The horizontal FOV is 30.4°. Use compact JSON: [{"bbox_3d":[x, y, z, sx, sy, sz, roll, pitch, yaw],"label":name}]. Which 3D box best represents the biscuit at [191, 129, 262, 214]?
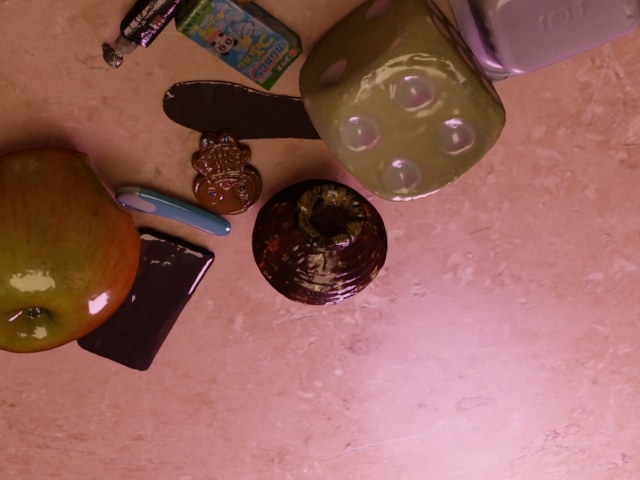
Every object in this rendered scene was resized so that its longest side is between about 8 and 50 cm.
[{"bbox_3d":[-0.170,-0.115,2.081,0.124,0.026,0.175,-11,128,1],"label":"biscuit"}]

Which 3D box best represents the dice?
[{"bbox_3d":[0.128,-0.235,1.896,0.250,0.254,0.252,-34,121,16],"label":"dice"}]

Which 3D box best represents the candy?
[{"bbox_3d":[-0.132,-0.337,1.908,0.194,0.062,0.097,31,116,-27],"label":"candy"}]

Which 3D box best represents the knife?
[{"bbox_3d":[-0.262,-0.054,2.115,0.222,0.031,0.064,19,143,-22],"label":"knife"}]

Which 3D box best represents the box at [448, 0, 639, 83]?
[{"bbox_3d":[0.388,-0.391,1.911,0.336,0.106,0.264,-22,125,8],"label":"box"}]

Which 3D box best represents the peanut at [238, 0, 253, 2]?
[{"bbox_3d":[-0.087,-0.475,1.786,0.233,0.110,0.197,-26,125,13],"label":"peanut"}]

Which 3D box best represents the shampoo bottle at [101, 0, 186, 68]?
[{"bbox_3d":[-0.275,-0.358,1.878,0.057,0.063,0.207,30,115,-37],"label":"shampoo bottle"}]

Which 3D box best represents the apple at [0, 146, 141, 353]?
[{"bbox_3d":[-0.471,0.021,1.975,0.339,0.339,0.339,-4,126,-5],"label":"apple"}]

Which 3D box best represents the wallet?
[{"bbox_3d":[-0.335,0.114,2.219,0.165,0.042,0.309,22,120,-23],"label":"wallet"}]

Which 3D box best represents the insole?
[{"bbox_3d":[-0.109,-0.218,2.031,0.328,0.007,0.111,5,127,-10],"label":"insole"}]

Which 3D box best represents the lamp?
[{"bbox_3d":[0.000,0.000,2.065,0.247,0.247,0.247,-4,126,-5],"label":"lamp"}]
